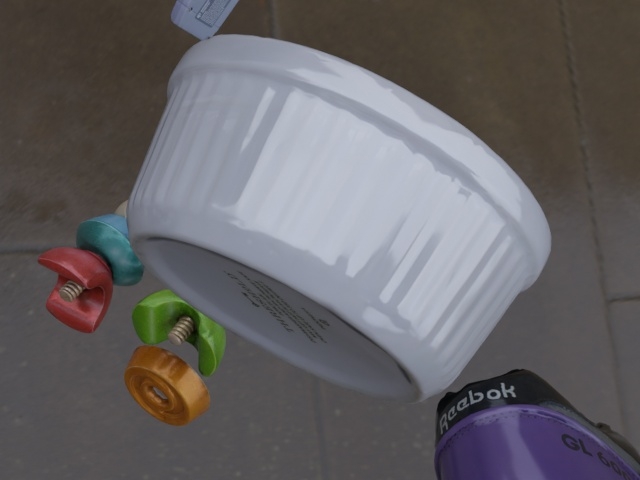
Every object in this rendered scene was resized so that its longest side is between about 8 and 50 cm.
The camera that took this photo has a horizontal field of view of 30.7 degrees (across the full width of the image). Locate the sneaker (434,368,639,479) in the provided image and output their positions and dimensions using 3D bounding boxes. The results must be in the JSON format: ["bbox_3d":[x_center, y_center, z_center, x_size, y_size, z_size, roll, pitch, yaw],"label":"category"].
[{"bbox_3d":[0.138,0.141,0.526,0.283,0.107,0.124,45,26,-49],"label":"sneaker"}]

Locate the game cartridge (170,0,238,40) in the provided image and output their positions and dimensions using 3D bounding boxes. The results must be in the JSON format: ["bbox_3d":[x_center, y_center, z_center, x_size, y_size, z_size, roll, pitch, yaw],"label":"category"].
[{"bbox_3d":[-0.084,-0.202,0.935,0.017,0.056,0.083,40,98,21],"label":"game cartridge"}]

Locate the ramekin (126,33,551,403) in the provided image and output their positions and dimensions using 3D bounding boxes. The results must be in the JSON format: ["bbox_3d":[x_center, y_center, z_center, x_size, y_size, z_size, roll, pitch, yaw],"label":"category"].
[{"bbox_3d":[0.000,0.000,0.753,0.273,0.273,0.127,34,72,-17],"label":"ramekin"}]

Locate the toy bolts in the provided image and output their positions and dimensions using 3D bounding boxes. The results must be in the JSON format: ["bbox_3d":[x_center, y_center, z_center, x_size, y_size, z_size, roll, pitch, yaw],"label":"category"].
[{"bbox_3d":[-0.166,0.058,1.249,0.229,0.218,0.158,29,51,14],"label":"toy bolts"}]
